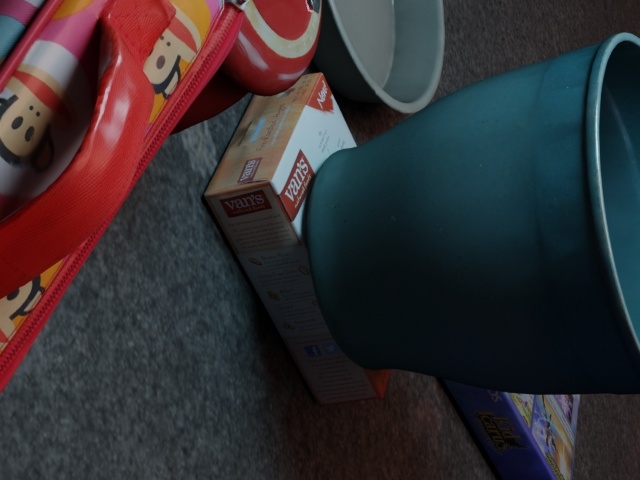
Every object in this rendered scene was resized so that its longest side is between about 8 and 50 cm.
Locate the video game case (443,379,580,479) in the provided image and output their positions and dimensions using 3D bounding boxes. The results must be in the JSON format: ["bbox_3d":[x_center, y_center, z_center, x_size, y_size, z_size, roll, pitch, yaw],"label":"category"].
[{"bbox_3d":[0.207,0.114,1.710,0.269,0.061,0.244,58,31,-36],"label":"video game case"}]

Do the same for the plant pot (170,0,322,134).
[{"bbox_3d":[-0.103,-0.162,1.054,0.191,0.174,0.191,28,58,-59],"label":"plant pot"}]

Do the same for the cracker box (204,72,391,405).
[{"bbox_3d":[0.000,0.000,1.321,0.232,0.067,0.156,62,31,-31],"label":"cracker box"}]

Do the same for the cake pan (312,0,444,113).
[{"bbox_3d":[0.038,-0.259,1.513,0.293,0.054,0.293,35,50,-56],"label":"cake pan"}]

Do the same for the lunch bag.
[{"bbox_3d":[-0.171,-0.053,0.695,0.293,0.258,0.120,-58,137,-19],"label":"lunch bag"}]

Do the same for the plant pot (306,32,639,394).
[{"bbox_3d":[0.140,-0.001,1.237,0.271,0.255,0.271,29,56,-56],"label":"plant pot"}]
